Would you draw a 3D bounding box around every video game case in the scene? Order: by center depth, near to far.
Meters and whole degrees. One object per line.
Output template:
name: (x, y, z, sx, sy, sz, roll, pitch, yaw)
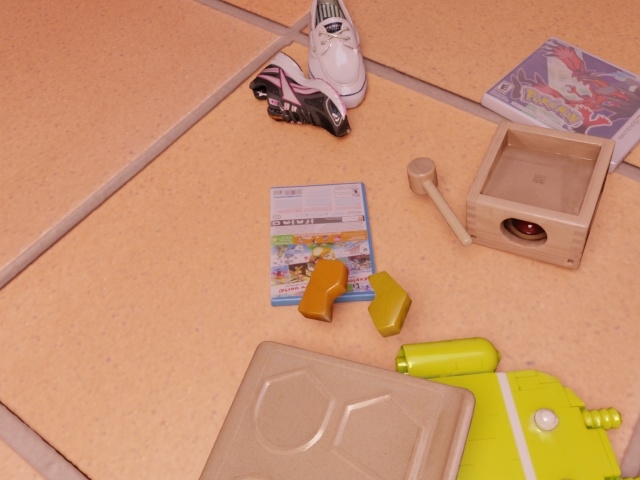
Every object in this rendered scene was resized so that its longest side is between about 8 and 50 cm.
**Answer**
video game case: (0.000, 0.000, 0.710, 0.119, 0.015, 0.166, -3, 54, -1)
video game case: (0.360, -0.197, 0.835, 0.201, 0.023, 0.183, 37, 63, 25)

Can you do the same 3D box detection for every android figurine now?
android figurine: (0.143, 0.203, 0.533, 0.273, 0.056, 0.248, -5, 53, 1)

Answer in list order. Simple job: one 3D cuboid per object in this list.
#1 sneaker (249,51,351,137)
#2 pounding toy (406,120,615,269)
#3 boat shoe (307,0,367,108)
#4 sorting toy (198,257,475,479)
sneaker: (-0.032, -0.185, 0.824, 0.077, 0.072, 0.178, -39, 53, -10)
pounding toy: (0.202, -0.040, 0.691, 0.206, 0.094, 0.181, 16, 61, 25)
boat shoe: (0.015, -0.292, 0.885, 0.083, 0.075, 0.226, -12, 54, -6)
sorting toy: (0.015, 0.162, 0.522, 0.229, 0.041, 0.307, 6, 60, 32)
